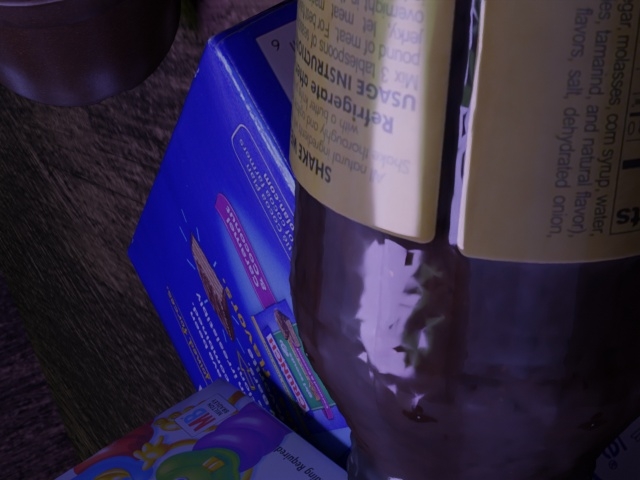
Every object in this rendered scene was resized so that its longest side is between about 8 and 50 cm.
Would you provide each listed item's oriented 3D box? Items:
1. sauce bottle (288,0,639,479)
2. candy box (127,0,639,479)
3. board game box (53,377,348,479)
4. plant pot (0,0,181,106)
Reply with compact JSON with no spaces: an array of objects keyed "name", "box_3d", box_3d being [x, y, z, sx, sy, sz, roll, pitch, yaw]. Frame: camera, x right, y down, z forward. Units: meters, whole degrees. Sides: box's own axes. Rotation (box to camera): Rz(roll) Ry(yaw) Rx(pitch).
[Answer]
[{"name":"sauce bottle","box_3d":[0.044,-0.030,0.423,0.111,0.111,0.344,44,135,53]},{"name":"candy box","box_3d":[0.040,0.060,0.691,0.268,0.122,0.317,62,162,6]},{"name":"board game box","box_3d":[-0.015,0.217,0.640,0.144,0.142,0.275,29,146,57]},{"name":"plant pot","box_3d":[-0.144,-0.163,0.930,0.167,0.167,0.165,61,171,18]}]
